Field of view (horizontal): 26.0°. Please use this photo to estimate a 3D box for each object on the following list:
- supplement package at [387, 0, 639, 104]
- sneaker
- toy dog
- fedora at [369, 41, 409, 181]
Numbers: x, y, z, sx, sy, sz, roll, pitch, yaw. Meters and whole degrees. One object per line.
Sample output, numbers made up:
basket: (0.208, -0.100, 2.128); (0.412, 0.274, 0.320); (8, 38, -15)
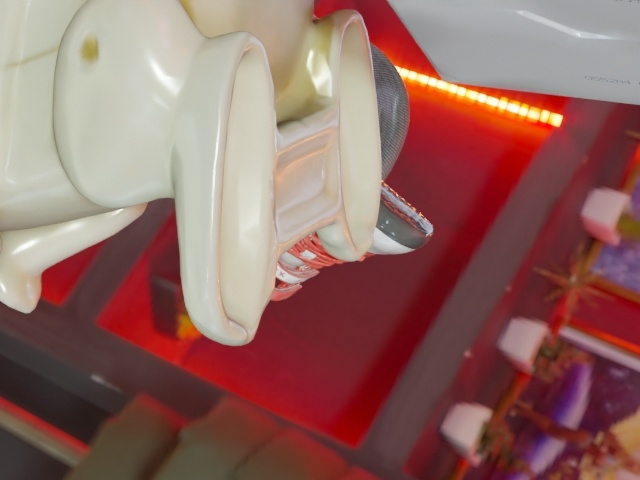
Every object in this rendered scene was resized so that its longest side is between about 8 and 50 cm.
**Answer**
supplement package: (0.176, -0.168, 0.712); (0.204, 0.262, 0.145); (38, 63, -66)
sneaker: (0.001, 0.001, 1.181); (0.090, 0.270, 0.145); (37, 95, -21)
toy dog: (-0.203, -0.120, 0.843); (0.284, 0.408, 0.395); (-50, 138, -61)
fedora: (-0.030, -0.146, 1.645); (0.275, 0.244, 0.124); (-61, -165, 21)
